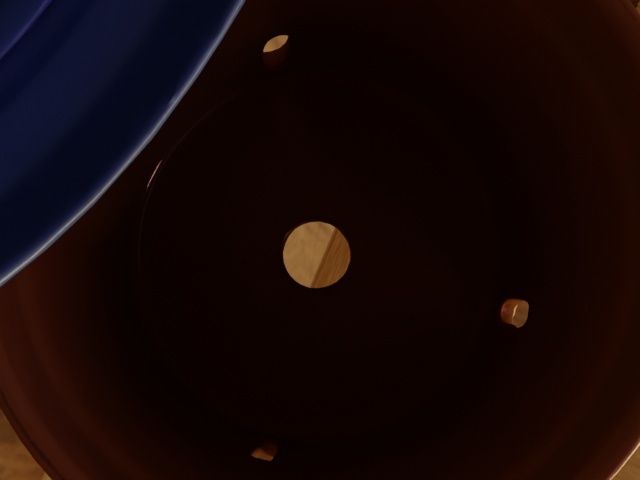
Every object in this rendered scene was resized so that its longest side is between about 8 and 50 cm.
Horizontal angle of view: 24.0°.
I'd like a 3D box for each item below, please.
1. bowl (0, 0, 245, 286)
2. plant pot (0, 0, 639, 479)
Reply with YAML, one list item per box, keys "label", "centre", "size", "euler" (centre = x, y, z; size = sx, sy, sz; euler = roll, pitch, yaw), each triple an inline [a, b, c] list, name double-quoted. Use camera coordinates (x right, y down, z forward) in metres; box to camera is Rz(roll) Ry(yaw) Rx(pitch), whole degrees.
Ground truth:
- label: "bowl"
  centre: [-0.114, -0.148, 0.328]
  size: [0.391, 0.077, 0.391]
  euler: [-44, 149, -36]
- label: "plant pot"
  centre: [0.000, 0.000, 0.675]
  size: [0.203, 0.291, 0.291]
  euler: [127, -14, -85]
